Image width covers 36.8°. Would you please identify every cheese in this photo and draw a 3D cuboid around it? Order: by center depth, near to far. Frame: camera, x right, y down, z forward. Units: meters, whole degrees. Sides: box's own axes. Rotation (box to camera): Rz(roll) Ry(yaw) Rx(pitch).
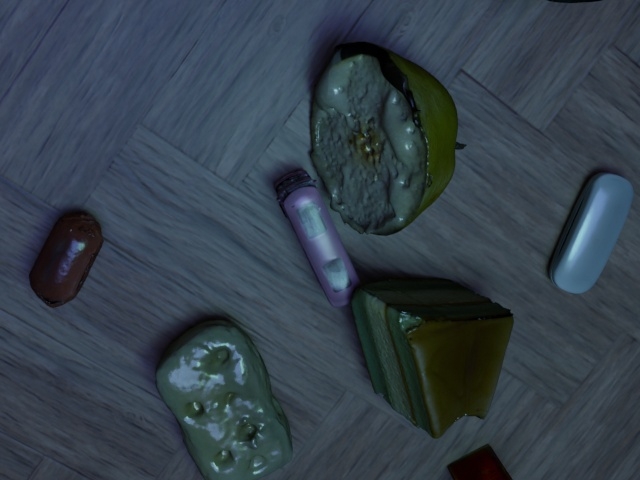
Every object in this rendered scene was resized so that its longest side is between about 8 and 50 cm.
[{"bbox_3d":[-0.143,0.246,1.435,0.159,0.093,0.263,-24,109,-5],"label":"cheese"}]

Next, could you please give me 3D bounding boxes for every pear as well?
[{"bbox_3d":[0.111,-0.151,1.327,0.178,0.266,0.267,-20,113,-38],"label":"pear"}]

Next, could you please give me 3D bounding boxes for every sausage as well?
[{"bbox_3d":[-0.353,0.027,1.336,0.076,0.076,0.141,28,100,-18],"label":"sausage"}]

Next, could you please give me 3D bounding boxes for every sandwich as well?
[{"bbox_3d":[0.141,0.172,1.394,0.227,0.155,0.199,2,108,-40],"label":"sandwich"}]

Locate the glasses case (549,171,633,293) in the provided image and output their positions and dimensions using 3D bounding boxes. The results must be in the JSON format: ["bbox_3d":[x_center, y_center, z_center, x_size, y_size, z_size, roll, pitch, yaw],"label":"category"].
[{"bbox_3d":[0.419,-0.011,1.487,0.076,0.049,0.197,17,103,-16],"label":"glasses case"}]

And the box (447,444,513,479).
[{"bbox_3d":[0.325,0.514,1.553,0.089,0.197,0.313,-26,110,-2],"label":"box"}]

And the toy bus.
[{"bbox_3d":[0.000,0.000,1.387,0.063,0.090,0.203,-26,109,-2],"label":"toy bus"}]

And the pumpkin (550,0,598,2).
[{"bbox_3d":[0.335,-0.469,1.227,0.323,0.241,0.323,-11,116,-23],"label":"pumpkin"}]
